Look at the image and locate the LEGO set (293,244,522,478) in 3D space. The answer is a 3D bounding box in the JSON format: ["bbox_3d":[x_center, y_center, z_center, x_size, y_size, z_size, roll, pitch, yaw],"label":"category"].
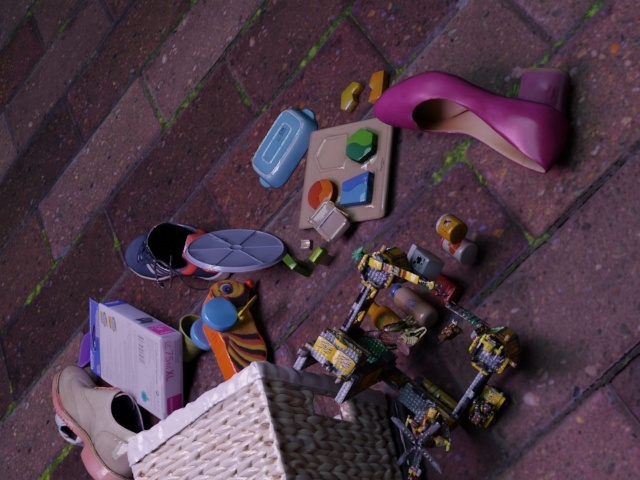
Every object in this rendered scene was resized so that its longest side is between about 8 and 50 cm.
[{"bbox_3d":[0.121,0.172,1.445,0.331,0.192,0.255,44,115,17],"label":"LEGO set"}]

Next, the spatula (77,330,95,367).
[{"bbox_3d":[-0.480,0.233,2.207,0.296,0.030,0.084,-17,61,39],"label":"spatula"}]

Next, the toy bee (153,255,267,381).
[{"bbox_3d":[-0.176,0.138,1.884,0.195,0.162,0.298,-25,87,53],"label":"toy bee"}]

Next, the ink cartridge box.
[{"bbox_3d":[-0.401,0.243,2.056,0.311,0.065,0.185,18,113,44],"label":"ink cartridge box"}]

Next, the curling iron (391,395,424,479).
[{"bbox_3d":[0.161,0.374,1.527,0.068,0.035,0.274,-34,53,24],"label":"curling iron"}]

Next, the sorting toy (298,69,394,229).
[{"bbox_3d":[0.050,-0.179,1.867,0.229,0.041,0.307,-9,67,41],"label":"sorting toy"}]

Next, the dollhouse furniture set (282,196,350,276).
[{"bbox_3d":[0.000,0.000,1.830,0.151,0.058,0.076,-50,58,9],"label":"dollhouse furniture set"}]

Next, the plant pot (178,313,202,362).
[{"bbox_3d":[-0.272,0.211,1.991,0.079,0.083,0.083,-54,43,30],"label":"plant pot"}]

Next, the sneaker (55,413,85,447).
[{"bbox_3d":[-0.564,0.420,2.172,0.191,0.083,0.071,15,85,47],"label":"sneaker"}]

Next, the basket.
[{"bbox_3d":[-0.077,0.399,1.538,0.331,0.328,0.266,-35,54,28],"label":"basket"}]

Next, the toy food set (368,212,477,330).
[{"bbox_3d":[0.169,0.052,1.597,0.104,0.111,0.232,41,113,46],"label":"toy food set"}]

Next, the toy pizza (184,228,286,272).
[{"bbox_3d":[-0.168,0.028,1.899,0.201,0.201,0.032,27,124,46],"label":"toy pizza"}]

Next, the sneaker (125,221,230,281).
[{"bbox_3d":[-0.343,0.014,2.085,0.350,0.148,0.131,-2,72,44],"label":"sneaker"}]

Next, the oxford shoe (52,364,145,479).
[{"bbox_3d":[-0.457,0.369,2.052,0.146,0.140,0.397,-55,44,6],"label":"oxford shoe"}]

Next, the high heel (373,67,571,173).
[{"bbox_3d":[0.235,-0.191,1.624,0.377,0.127,0.181,-3,60,40],"label":"high heel"}]

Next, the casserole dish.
[{"bbox_3d":[-0.081,-0.199,2.006,0.188,0.037,0.114,-56,45,9],"label":"casserole dish"}]
